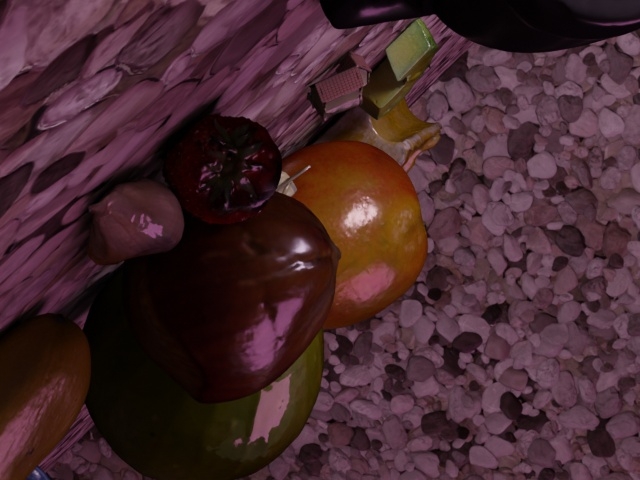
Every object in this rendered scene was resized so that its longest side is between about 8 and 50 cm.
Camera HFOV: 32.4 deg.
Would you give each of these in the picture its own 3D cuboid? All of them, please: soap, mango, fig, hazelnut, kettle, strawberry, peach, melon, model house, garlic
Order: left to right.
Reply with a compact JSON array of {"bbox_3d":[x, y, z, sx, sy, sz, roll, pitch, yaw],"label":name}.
[{"bbox_3d":[-0.305,0.176,1.052,0.237,0.091,0.137,-57,156,-29],"label":"mango"},{"bbox_3d":[-0.151,-0.014,0.918,0.084,0.066,0.152,-42,180,-21],"label":"garlic"},{"bbox_3d":[-0.129,0.117,1.290,0.316,0.316,0.316,-44,179,-1],"label":"fig"},{"bbox_3d":[-0.087,-0.063,0.953,0.106,0.106,0.106,-44,179,-1],"label":"strawberry"},{"bbox_3d":[-0.086,0.033,1.069,0.229,0.229,0.229,-44,179,-1],"label":"hazelnut"},{"bbox_3d":[0.000,0.000,1.707,0.332,0.308,0.308,-27,175,-13],"label":"peach"},{"bbox_3d":[0.026,-0.192,1.323,0.083,0.057,0.058,-25,148,-12],"label":"model house"},{"bbox_3d":[0.059,-0.130,2.011,0.293,0.156,0.335,-41,180,22],"label":"soap"},{"bbox_3d":[0.121,-0.265,1.689,0.118,0.064,0.209,-39,175,-15],"label":"melon"},{"bbox_3d":[0.154,-0.226,0.888,0.251,0.207,0.271,-51,-172,-9],"label":"kettle"}]

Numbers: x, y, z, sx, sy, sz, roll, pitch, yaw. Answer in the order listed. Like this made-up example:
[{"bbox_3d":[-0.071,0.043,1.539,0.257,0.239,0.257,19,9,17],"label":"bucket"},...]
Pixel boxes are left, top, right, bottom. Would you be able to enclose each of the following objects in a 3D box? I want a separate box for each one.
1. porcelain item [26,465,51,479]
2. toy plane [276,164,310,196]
[{"bbox_3d":[-0.525,0.429,1.878,0.114,0.147,0.147,-46,180,-25],"label":"porcelain item"},{"bbox_3d":[-0.118,-0.019,1.490,0.244,0.092,0.229,-47,-166,-23],"label":"toy plane"}]
